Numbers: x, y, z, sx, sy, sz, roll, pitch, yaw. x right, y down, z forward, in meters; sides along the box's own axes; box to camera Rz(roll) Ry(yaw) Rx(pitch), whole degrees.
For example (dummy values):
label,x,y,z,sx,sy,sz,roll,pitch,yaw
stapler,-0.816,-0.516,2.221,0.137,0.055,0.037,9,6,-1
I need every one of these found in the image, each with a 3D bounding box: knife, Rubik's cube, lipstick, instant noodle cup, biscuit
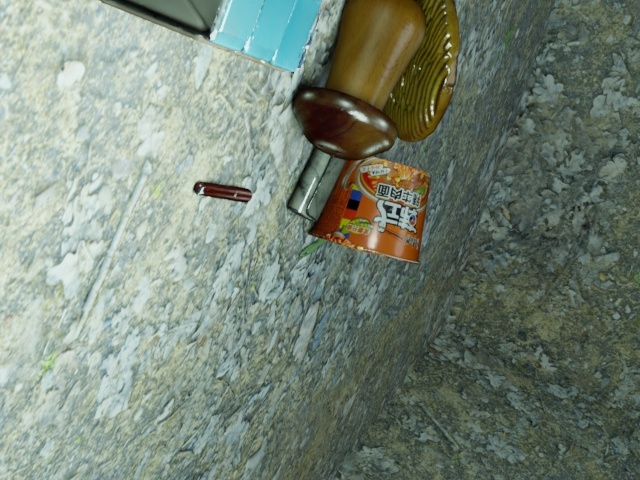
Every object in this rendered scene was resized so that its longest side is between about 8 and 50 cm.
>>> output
label,x,y,z,sx,sy,sz,roll,pitch,yaw
knife,0.000,0.000,2.096,0.207,0.014,0.030,-35,146,-61
Rubik's cube,-0.116,-0.324,0.964,0.231,0.221,0.224,-68,162,10
lipstick,-0.157,-0.079,1.511,0.027,0.027,0.176,-67,161,7
instant noodle cup,0.116,-0.073,1.990,0.250,0.250,0.192,7,98,-72
biscuit,0.176,-0.343,1.775,0.318,0.040,0.318,179,-90,-70

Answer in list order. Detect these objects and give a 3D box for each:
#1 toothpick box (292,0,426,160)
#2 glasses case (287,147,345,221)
label,x,y,z,sx,sy,sz,roll,pitch,yaw
toothpick box,0.072,-0.287,1.650,0.192,0.192,0.294,55,54,-70
glasses case,0.027,-0.183,1.847,0.299,0.060,0.114,-65,168,-2
